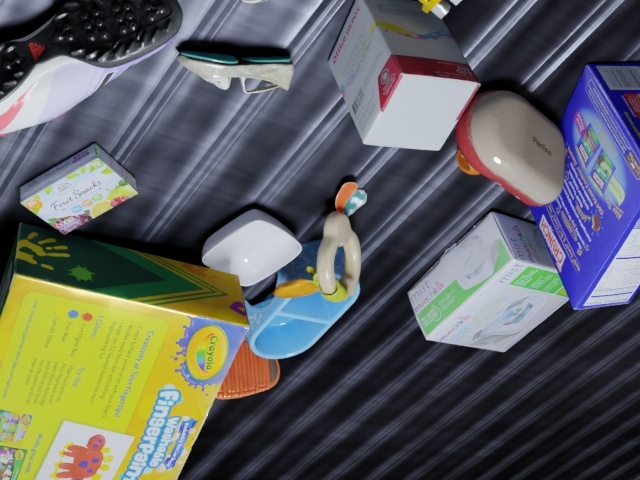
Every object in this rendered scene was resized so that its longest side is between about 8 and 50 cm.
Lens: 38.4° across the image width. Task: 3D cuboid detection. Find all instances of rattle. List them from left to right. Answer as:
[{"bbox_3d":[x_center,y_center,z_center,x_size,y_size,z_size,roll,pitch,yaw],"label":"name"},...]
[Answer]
[{"bbox_3d":[0.000,0.000,1.569,0.130,0.200,0.143,-11,-169,-43],"label":"rattle"}]

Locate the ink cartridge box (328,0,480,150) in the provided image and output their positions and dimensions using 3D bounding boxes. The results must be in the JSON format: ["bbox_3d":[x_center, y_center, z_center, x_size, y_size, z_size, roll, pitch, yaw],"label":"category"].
[{"bbox_3d":[0.109,-0.232,1.260,0.127,0.176,0.128,1,139,-27],"label":"ink cartridge box"}]

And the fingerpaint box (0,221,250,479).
[{"bbox_3d":[-0.373,0.229,1.519,0.371,0.163,0.445,15,117,-22],"label":"fingerpaint box"}]

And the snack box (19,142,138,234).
[{"bbox_3d":[-0.361,-0.075,1.373,0.141,0.037,0.100,-28,140,13],"label":"snack box"}]

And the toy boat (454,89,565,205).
[{"bbox_3d":[0.289,-0.145,1.497,0.151,0.151,0.231,-10,154,41],"label":"toy boat"}]

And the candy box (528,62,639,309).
[{"bbox_3d":[0.476,-0.086,1.515,0.122,0.268,0.317,-2,140,-15],"label":"candy box"}]

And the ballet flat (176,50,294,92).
[{"bbox_3d":[-0.114,-0.228,1.261,0.168,0.057,0.052,-1,111,-21],"label":"ballet flat"}]

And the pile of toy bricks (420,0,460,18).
[{"bbox_3d":[0.187,-0.396,1.166,0.105,0.118,0.212,36,139,-16],"label":"pile of toy bricks"}]

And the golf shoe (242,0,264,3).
[{"bbox_3d":[-0.028,-0.359,1.148,0.186,0.067,0.086,-26,171,7],"label":"golf shoe"}]

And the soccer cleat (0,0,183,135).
[{"bbox_3d":[-0.315,-0.225,1.171,0.318,0.108,0.116,-24,163,4],"label":"soccer cleat"}]

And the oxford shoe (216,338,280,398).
[{"bbox_3d":[-0.259,0.251,1.780,0.363,0.130,0.133,5,159,-24],"label":"oxford shoe"}]

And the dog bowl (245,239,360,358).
[{"bbox_3d":[-0.038,0.120,1.719,0.166,0.074,0.297,14,133,-35],"label":"dog bowl"}]

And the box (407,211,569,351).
[{"bbox_3d":[0.346,0.086,1.795,0.231,0.127,0.262,13,134,-37],"label":"box"}]

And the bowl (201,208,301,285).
[{"bbox_3d":[-0.119,0.006,1.561,0.142,0.053,0.142,-33,139,19],"label":"bowl"}]
